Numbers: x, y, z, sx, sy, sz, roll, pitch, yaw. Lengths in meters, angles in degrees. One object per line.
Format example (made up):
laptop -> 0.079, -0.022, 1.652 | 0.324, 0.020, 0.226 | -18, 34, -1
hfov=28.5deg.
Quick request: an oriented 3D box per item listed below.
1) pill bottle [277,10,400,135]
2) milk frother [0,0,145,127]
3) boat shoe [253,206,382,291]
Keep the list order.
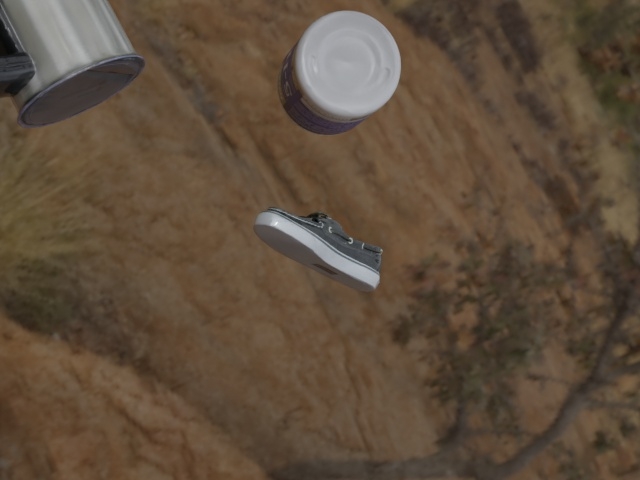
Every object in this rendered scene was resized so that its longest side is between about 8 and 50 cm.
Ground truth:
pill bottle -> 0.012, -0.173, 1.366 | 0.112, 0.112, 0.187 | 63, -12, -1
milk frother -> -0.201, -0.128, 0.766 | 0.129, 0.143, 0.135 | -25, 84, -31
boat shoe -> 0.000, 0.000, 1.029 | 0.142, 0.049, 0.040 | 31, 69, -43
